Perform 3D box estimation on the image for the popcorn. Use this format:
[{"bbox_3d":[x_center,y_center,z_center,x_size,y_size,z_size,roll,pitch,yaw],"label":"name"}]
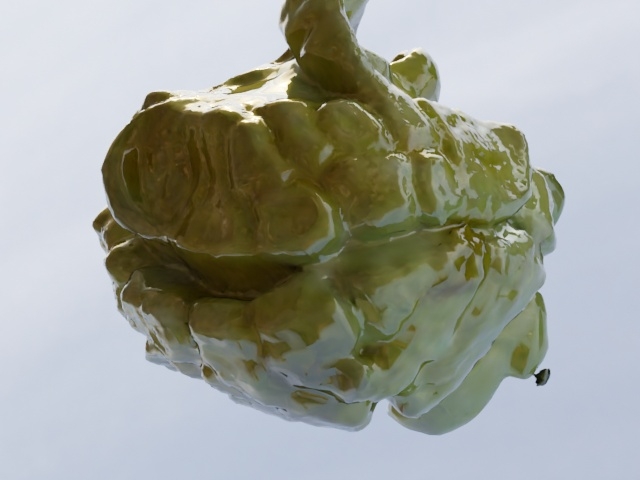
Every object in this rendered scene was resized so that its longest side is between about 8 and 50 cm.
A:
[{"bbox_3d":[0.000,0.000,0.577,0.141,0.162,0.136,-3,-143,16],"label":"popcorn"}]
